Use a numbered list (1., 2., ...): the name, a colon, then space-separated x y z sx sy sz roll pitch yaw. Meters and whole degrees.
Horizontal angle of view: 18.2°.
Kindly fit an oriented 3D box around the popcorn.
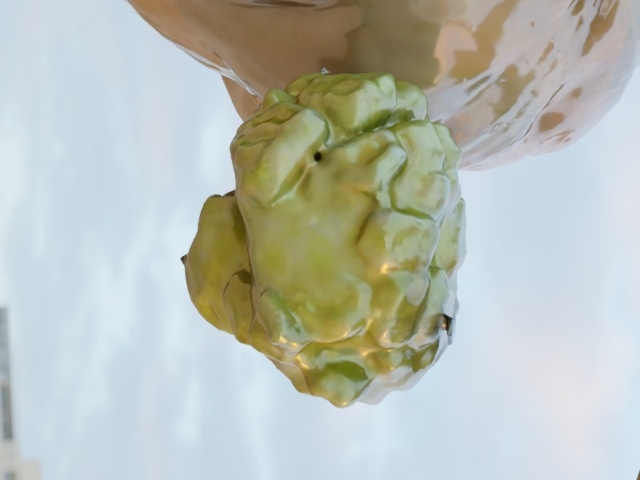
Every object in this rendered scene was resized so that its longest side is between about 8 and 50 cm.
1. popcorn: 0.012 0.002 0.984 0.173 0.142 0.173 -161 -90 -82

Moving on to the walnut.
1. walnut: 0.039 -0.212 1.174 0.381 0.381 0.381 178 -90 -72

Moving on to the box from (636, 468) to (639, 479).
1. box: 0.236 0.153 1.089 0.177 0.111 0.111 -125 -143 -62
